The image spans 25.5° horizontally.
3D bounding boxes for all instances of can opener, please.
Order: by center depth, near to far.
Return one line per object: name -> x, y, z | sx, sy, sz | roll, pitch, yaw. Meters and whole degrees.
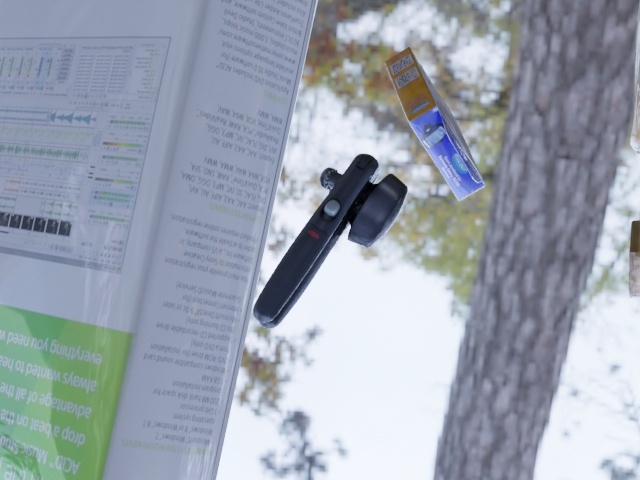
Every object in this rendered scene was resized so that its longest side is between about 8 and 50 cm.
can opener -> 0.000, 0.000, 1.269 | 0.073, 0.059, 0.186 | 34, -104, 25

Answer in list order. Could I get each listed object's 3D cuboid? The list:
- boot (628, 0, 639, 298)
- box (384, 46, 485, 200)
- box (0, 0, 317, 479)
boot -> 0.323, -0.068, 0.978 | 0.211, 0.295, 0.104 | 1, -144, 13
box -> 0.089, -0.089, 1.095 | 0.028, 0.081, 0.136 | -29, -152, 12
box -> -0.105, -0.062, 0.549 | 0.232, 0.321, 0.058 | 8, 173, 44
